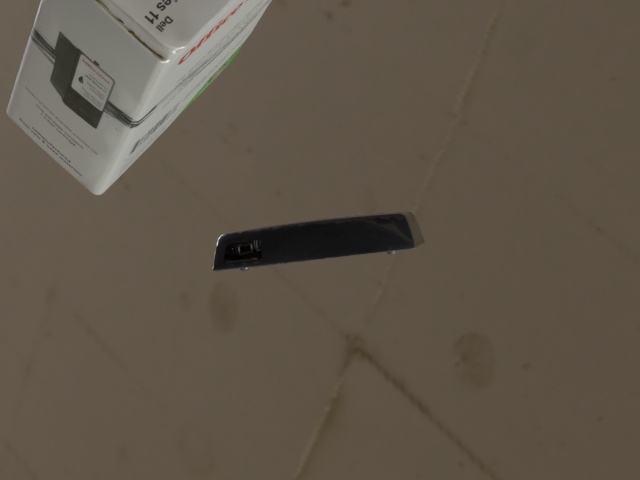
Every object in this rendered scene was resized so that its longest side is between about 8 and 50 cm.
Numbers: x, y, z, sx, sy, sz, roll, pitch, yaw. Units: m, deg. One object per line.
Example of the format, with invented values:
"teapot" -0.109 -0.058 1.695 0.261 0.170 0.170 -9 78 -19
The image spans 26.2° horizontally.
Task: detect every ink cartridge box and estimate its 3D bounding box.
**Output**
"ink cartridge box" -0.099 -0.137 0.836 0.087 0.153 0.208 42 -28 -2

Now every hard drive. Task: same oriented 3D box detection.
"hard drive" 0.000 0.000 1.757 0.254 0.172 0.054 -7 -89 9
